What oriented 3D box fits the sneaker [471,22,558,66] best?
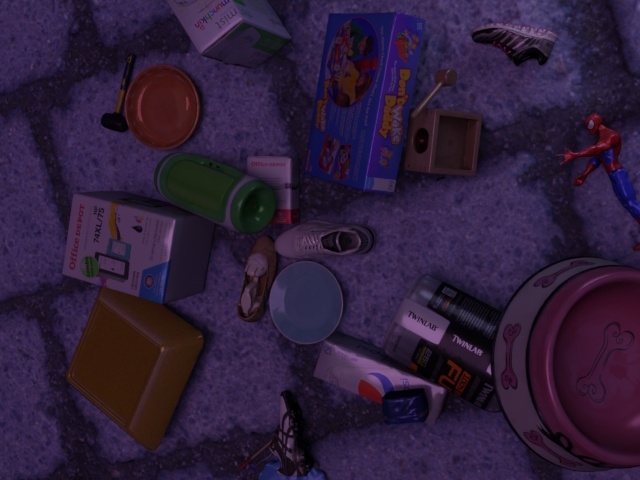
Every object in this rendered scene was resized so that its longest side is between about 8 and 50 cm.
[{"bbox_3d":[0.383,-0.388,1.587,0.171,0.063,0.074,11,93,13],"label":"sneaker"}]

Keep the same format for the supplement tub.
[{"bbox_3d":[0.302,0.218,1.607,0.316,0.193,0.193,28,104,15],"label":"supplement tub"}]

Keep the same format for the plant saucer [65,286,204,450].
[{"bbox_3d":[-0.476,0.293,1.917,0.333,0.081,0.332,31,104,25],"label":"plant saucer"}]

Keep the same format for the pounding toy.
[{"bbox_3d":[0.226,-0.239,1.593,0.094,0.181,0.206,16,103,56],"label":"pounding toy"}]

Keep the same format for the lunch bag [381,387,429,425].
[{"bbox_3d":[0.171,0.346,1.629,0.099,0.067,0.065,-10,93,21],"label":"lunch bag"}]

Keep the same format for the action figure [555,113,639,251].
[{"bbox_3d":[0.546,-0.103,1.540,0.139,0.091,0.280,-20,89,8],"label":"action figure"}]

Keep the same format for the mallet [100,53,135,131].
[{"bbox_3d":[-0.470,-0.352,1.909,0.062,0.039,0.189,26,99,17],"label":"mallet"}]

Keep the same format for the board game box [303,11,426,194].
[{"bbox_3d":[0.082,-0.285,1.631,0.233,0.078,0.347,23,106,54],"label":"board game box"}]

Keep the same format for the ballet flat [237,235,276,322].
[{"bbox_3d":[-0.148,0.093,1.820,0.073,0.067,0.206,11,98,20],"label":"ballet flat"}]

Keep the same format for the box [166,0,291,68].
[{"bbox_3d":[-0.212,-0.500,1.682,0.127,0.262,0.231,-35,83,19],"label":"box"}]

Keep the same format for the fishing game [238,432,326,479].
[{"bbox_3d":[-0.063,0.590,1.856,0.189,0.041,0.264,-44,75,10],"label":"fishing game"}]

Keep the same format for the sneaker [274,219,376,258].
[{"bbox_3d":[0.000,0.000,1.746,0.235,0.095,0.090,-6,95,21],"label":"sneaker"}]

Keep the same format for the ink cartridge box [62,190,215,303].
[{"bbox_3d":[-0.418,0.008,1.837,0.270,0.197,0.198,13,99,18],"label":"ink cartridge box"}]

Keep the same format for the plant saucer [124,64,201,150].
[{"bbox_3d":[-0.368,-0.313,1.874,0.200,0.037,0.199,2,97,18],"label":"plant saucer"}]

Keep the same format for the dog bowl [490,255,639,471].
[{"bbox_3d":[0.529,0.227,1.447,0.408,0.150,0.407,1,83,-12],"label":"dog bowl"}]

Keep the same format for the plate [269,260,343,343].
[{"bbox_3d":[-0.030,0.140,1.795,0.188,0.024,0.188,-1,87,27],"label":"plate"}]

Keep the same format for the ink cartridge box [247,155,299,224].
[{"bbox_3d":[-0.105,-0.114,1.786,0.109,0.063,0.150,3,97,20],"label":"ink cartridge box"}]

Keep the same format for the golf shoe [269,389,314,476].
[{"bbox_3d":[-0.082,0.446,1.818,0.094,0.077,0.198,-15,81,17],"label":"golf shoe"}]

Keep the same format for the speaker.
[{"bbox_3d":[-0.238,-0.109,1.758,0.297,0.131,0.131,22,103,38],"label":"speaker"}]

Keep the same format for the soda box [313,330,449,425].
[{"bbox_3d":[0.137,0.296,1.724,0.286,0.098,0.091,20,102,16],"label":"soda box"}]
